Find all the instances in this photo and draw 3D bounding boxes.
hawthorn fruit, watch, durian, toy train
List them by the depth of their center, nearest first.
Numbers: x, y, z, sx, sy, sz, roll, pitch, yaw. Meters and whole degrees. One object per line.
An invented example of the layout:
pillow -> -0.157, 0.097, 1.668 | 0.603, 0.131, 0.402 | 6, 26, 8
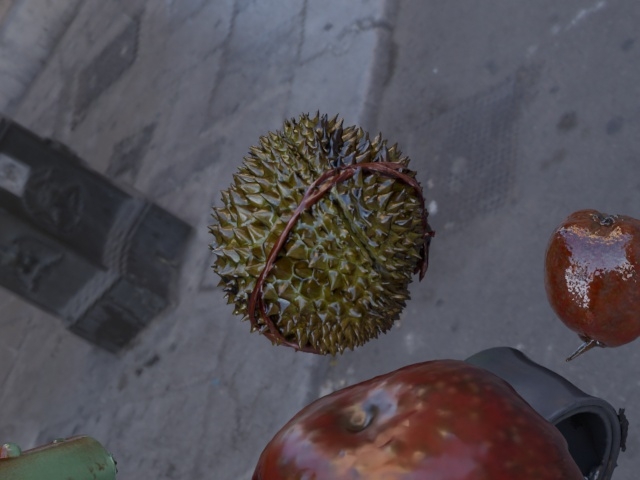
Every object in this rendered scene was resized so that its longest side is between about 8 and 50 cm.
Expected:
hawthorn fruit -> 0.070, 0.228, 0.736 | 0.275, 0.299, 0.276 | 22, 118, 50
toy train -> -0.320, 0.304, 1.063 | 0.116, 0.285, 0.177 | -12, 86, 28
watch -> 0.243, 0.313, 1.301 | 0.314, 0.335, 0.327 | 34, 104, 43
durian -> 0.002, -0.005, 1.462 | 0.348, 0.347, 0.384 | -49, 22, 13
hawthorn fruit -> 0.471, 0.082, 1.685 | 0.210, 0.210, 0.263 | 33, 118, 60
